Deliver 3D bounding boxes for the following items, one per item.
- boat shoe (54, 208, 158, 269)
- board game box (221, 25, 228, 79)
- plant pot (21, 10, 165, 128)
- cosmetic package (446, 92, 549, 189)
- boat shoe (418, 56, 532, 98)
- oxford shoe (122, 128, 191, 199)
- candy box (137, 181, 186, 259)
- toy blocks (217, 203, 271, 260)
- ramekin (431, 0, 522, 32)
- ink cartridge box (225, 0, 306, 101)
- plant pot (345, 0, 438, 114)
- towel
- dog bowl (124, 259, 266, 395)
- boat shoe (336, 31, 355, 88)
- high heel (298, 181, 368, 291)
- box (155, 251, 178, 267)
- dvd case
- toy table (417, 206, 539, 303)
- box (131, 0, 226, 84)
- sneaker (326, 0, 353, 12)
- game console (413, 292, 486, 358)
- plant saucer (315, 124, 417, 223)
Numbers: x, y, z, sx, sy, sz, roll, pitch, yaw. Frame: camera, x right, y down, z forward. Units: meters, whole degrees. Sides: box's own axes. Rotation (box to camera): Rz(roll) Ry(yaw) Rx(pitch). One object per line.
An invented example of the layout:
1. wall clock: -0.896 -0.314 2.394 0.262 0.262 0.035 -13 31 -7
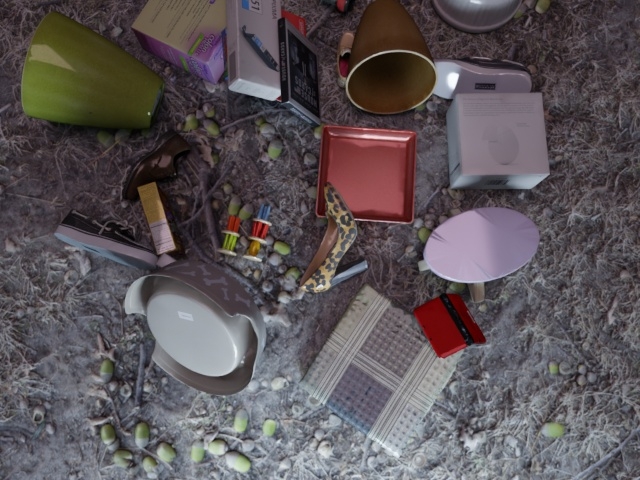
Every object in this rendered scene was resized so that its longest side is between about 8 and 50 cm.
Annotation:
1. boat shoe: -0.530 -0.011 1.408 0.306 0.113 0.105 14 69 25
2. board game box: -0.168 -0.484 1.495 0.201 0.035 0.136 1 77 -39
3. plant pot: -0.570 -0.406 1.442 0.293 0.275 0.275 17 78 -12
4. cosmetic package: 0.459 -0.259 1.456 0.224 0.138 0.225 0 80 0
5. boat shoe: 0.426 -0.458 1.522 0.301 0.108 0.102 7 46 14
6. oxford shoe: -0.434 -0.186 1.470 0.096 0.083 0.227 39 82 3
7. candy box: -0.408 -0.046 1.426 0.053 0.109 0.187 -18 80 -4
8. toy blocks: -0.195 -0.030 1.450 0.123 0.054 0.148 13 79 2
9. ramekin: 0.453 -0.739 1.561 0.272 0.127 0.273 0 79 0
10. ink cartridge box: -0.122 -0.518 1.474 0.261 0.066 0.296 5 75 -37
11. plant pot: 0.181 -0.512 1.484 0.237 0.237 0.254 -1 63 0
12. towel: 0.155 0.316 1.389 0.312 0.056 0.324 34 82 10
13. dog bowl: -0.280 0.196 1.280 0.348 0.349 0.102 31 41 6
14. boat shoe: 0.077 -0.514 1.549 0.063 0.059 0.170 3 78 1
15. high heel: 0.000 0.000 1.387 0.186 0.093 0.261 -23 109 -9
16. box: -0.307 0.104 1.376 0.186 0.145 0.038 33 81 7
17. dvd case: -0.055 -0.444 1.480 0.029 0.179 0.239 -10 77 26
18. toy table: 0.385 0.026 1.386 0.274 0.161 0.252 -2 79 0
19. box: -0.352 -0.595 1.536 0.243 0.117 0.214 26 79 6
20. sneaker: 0.064 -0.797 1.587 0.135 0.097 0.276 18 80 1
21. game console: 0.324 0.213 1.382 0.085 0.124 0.144 -42 59 29
22. plant saucer: 0.123 -0.174 1.485 0.258 0.048 0.259 4 78 1
